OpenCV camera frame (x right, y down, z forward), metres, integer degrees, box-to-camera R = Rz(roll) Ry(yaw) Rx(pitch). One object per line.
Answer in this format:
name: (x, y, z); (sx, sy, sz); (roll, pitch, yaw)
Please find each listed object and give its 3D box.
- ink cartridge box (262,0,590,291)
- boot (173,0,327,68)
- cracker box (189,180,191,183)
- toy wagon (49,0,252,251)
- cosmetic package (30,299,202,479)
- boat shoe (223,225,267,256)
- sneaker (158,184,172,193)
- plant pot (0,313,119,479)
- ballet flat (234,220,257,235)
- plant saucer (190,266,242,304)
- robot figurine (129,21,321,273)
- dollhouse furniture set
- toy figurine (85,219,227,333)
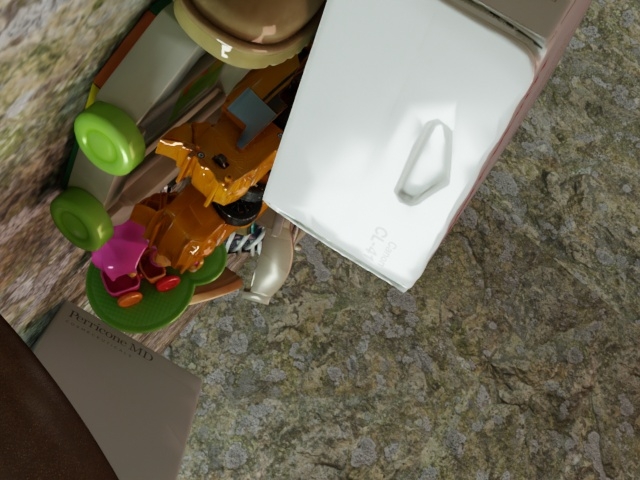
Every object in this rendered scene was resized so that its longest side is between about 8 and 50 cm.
ink cartridge box: (0.106, -0.150, 0.658); (0.306, 0.131, 0.226); (-50, 168, -42)
boot: (0.023, -0.251, 0.502); (0.269, 0.089, 0.236); (-55, -174, 49)
cracker box: (-0.109, -0.098, 1.145); (0.232, 0.067, 0.156); (-50, -165, 50)
toy wagon: (-0.104, -0.142, 0.772); (0.267, 0.068, 0.344); (-50, 178, -38)
cosmetic package: (-0.282, 0.261, 1.038); (0.156, 0.217, 0.385); (-51, -164, 24)
boat shoe: (-0.129, -0.019, 1.502); (0.340, 0.158, 0.127); (-50, 179, -41)
sneaker: (-0.191, -0.049, 1.112); (0.044, 0.040, 0.109); (-53, 180, -3)
plant pot: (-0.275, 0.191, 0.763); (0.215, 0.230, 0.215); (-49, 179, -1)
ballet flat: (-0.099, -0.121, 1.357); (0.080, 0.073, 0.232); (-49, 159, -78)
plant saucer: (-0.227, 0.075, 1.508); (0.199, 0.037, 0.200); (-10, -173, 1)
robot figurine: (-0.031, -0.108, 0.799); (0.291, 0.085, 0.211); (-49, 178, -37)
dollhouse furniture set: (0.000, 0.000, 1.298); (0.303, 0.173, 0.356); (-74, 180, -63)
toy figurine: (-0.189, 0.012, 1.038); (0.173, 0.130, 0.159); (-21, 161, -11)
